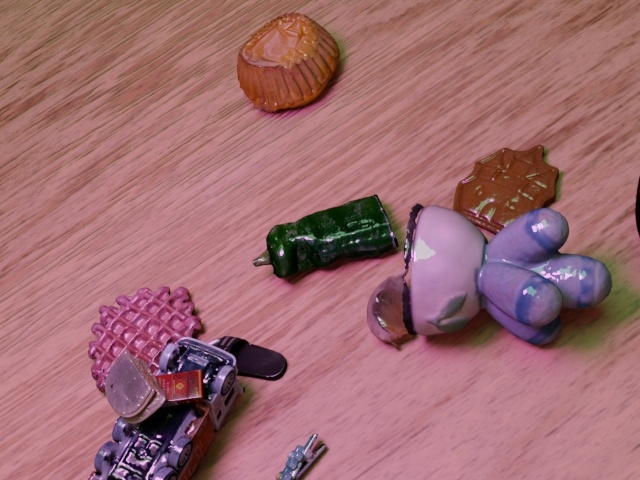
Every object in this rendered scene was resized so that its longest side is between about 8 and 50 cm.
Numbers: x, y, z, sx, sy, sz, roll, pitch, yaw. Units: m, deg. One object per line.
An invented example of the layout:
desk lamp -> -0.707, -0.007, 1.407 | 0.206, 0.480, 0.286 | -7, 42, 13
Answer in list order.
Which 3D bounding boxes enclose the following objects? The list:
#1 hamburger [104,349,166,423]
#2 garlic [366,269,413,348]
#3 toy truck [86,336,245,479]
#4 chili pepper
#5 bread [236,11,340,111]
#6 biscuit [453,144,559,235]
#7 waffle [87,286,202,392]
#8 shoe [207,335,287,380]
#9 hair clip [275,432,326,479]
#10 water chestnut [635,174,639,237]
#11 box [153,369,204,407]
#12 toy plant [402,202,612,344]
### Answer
hamburger -> -0.308, 0.248, 1.543 | 0.084, 0.054, 0.121 | -48, 52, 2
garlic -> 0.121, 0.124, 1.700 | 0.084, 0.066, 0.152 | 2, 56, -12
toy truck -> -0.252, 0.330, 1.620 | 0.136, 0.162, 0.305 | 20, 59, 18
chili pepper -> 0.000, 0.000, 1.801 | 0.270, 0.099, 0.136 | -19, 61, 0
bread -> -0.076, -0.402, 2.085 | 0.240, 0.139, 0.240 | -8, 52, 11
biscuit -> 0.359, -0.105, 1.789 | 0.182, 0.034, 0.215 | 27, 69, 32
waffle -> -0.338, 0.184, 1.818 | 0.234, 0.055, 0.221 | -12, 54, 10
shoe -> -0.149, 0.209, 1.737 | 0.179, 0.049, 0.071 | 9, 59, 25
hair clip -> -0.054, 0.397, 1.583 | 0.049, 0.049, 0.173 | 24, 68, 31
water chestnut -> 0.684, -0.075, 1.527 | 0.302, 0.350, 0.350 | 19, 54, -19
box -> -0.234, 0.246, 1.564 | 0.082, 0.023, 0.051 | -7, 56, 0
toy plant -> 0.313, 0.058, 1.578 | 0.332, 0.247, 0.247 | 4, 58, 17
